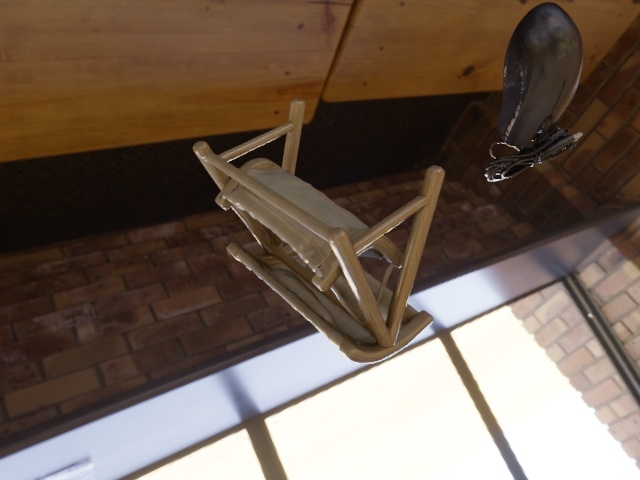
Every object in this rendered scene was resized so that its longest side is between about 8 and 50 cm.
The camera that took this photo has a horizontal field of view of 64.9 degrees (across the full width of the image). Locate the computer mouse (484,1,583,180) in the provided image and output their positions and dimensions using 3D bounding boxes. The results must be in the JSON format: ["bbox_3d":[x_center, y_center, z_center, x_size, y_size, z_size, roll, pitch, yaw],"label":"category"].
[{"bbox_3d":[0.352,-0.223,0.784,0.189,0.072,0.272,-24,129,-14],"label":"computer mouse"}]

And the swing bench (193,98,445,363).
[{"bbox_3d":[0.000,0.000,0.629,0.165,0.253,0.254,-32,137,-27],"label":"swing bench"}]
